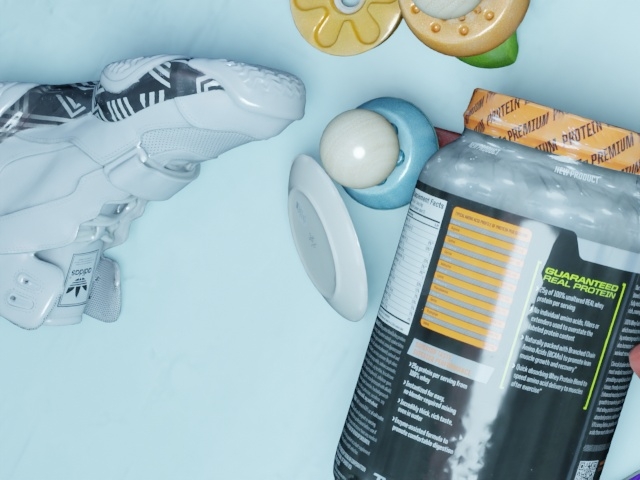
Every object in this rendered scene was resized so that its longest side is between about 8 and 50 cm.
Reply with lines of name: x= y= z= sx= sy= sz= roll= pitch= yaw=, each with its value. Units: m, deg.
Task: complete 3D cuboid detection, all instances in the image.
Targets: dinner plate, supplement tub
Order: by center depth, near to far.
supplement tub: x=0.139 y=0.059 z=1.148 sx=0.194 sy=0.193 sz=0.316 roll=20 pitch=97 yaw=22
dinner plate: x=0.000 y=0.000 z=1.245 sx=0.017 sy=0.141 sz=0.141 roll=-18 pitch=81 yaw=-18

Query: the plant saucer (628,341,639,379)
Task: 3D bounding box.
plant saucer: x=0.379 y=0.094 z=1.021 sx=0.258 sy=0.047 sz=0.259 roll=-34 pitch=63 yaw=-4

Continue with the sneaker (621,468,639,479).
sneaker: x=0.261 y=0.198 z=1.119 sx=0.293 sy=0.146 sz=0.102 roll=-45 pitch=76 yaw=14

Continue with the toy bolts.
toy bolts: x=0.043 y=-0.141 z=1.207 sx=0.218 sy=0.158 sz=0.228 roll=15 pitch=95 yaw=22

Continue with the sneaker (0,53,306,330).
sneaker: x=-0.169 y=-0.036 z=1.310 sx=0.366 sy=0.137 sz=0.210 roll=-5 pitch=88 yaw=29
